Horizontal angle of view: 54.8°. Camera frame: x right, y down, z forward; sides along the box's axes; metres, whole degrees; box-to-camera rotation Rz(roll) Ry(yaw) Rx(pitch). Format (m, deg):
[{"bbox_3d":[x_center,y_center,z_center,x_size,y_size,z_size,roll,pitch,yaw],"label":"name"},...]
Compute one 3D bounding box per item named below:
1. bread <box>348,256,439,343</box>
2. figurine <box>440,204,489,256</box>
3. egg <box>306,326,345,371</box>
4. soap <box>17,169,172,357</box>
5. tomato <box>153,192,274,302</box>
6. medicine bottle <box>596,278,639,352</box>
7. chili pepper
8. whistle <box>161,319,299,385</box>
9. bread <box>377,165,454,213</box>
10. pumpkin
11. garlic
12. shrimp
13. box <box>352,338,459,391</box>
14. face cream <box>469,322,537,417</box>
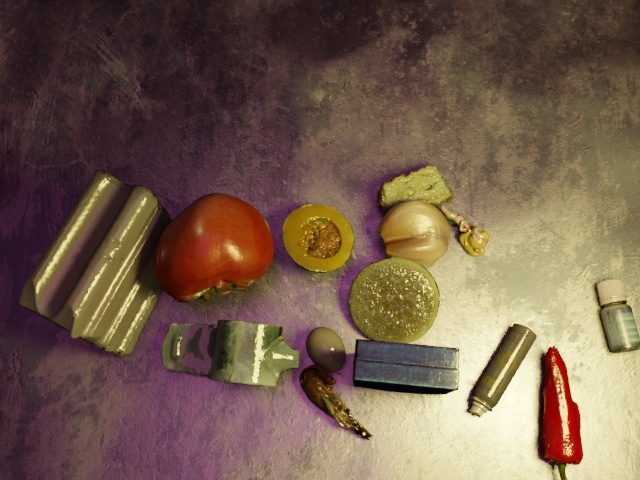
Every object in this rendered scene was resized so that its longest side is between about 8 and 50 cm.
[{"bbox_3d":[0.210,0.175,1.767,0.266,0.040,0.267,1,95,7],"label":"bread"},{"bbox_3d":[0.428,-0.032,1.853,0.187,0.083,0.083,42,80,8],"label":"figurine"},{"bbox_3d":[0.016,0.309,1.751,0.103,0.103,0.135,-31,74,-6],"label":"egg"},{"bbox_3d":[-0.599,0.072,1.752,0.212,0.350,0.435,20,73,17],"label":"soap"},{"bbox_3d":[-0.307,0.021,1.747,0.341,0.341,0.273,-15,79,-1],"label":"tomato"},{"bbox_3d":[0.836,0.212,1.741,0.083,0.083,0.203,-9,73,1],"label":"medicine bottle"},{"bbox_3d":[0.644,0.479,1.660,0.110,0.110,0.388,2,72,4],"label":"chili pepper"},{"bbox_3d":[-0.260,0.315,1.754,0.404,0.188,0.168,-3,75,37],"label":"whistle"},{"bbox_3d":[0.285,-0.144,1.889,0.231,0.088,0.128,-18,82,-9],"label":"bread"},{"bbox_3d":[-0.008,0.009,1.854,0.217,0.110,0.217,3,64,-5],"label":"pumpkin"},{"bbox_3d":[0.285,-0.011,1.809,0.227,0.110,0.217,-15,98,-10],"label":"garlic"},{"bbox_3d":[0.041,0.452,1.701,0.262,0.117,0.066,37,46,14],"label":"shrimp"},{"bbox_3d":[0.218,0.343,1.637,0.261,0.279,0.116,3,75,5],"label":"box"},{"bbox_3d":[0.503,0.364,1.720,0.073,0.073,0.284,33,78,12],"label":"face cream"}]
